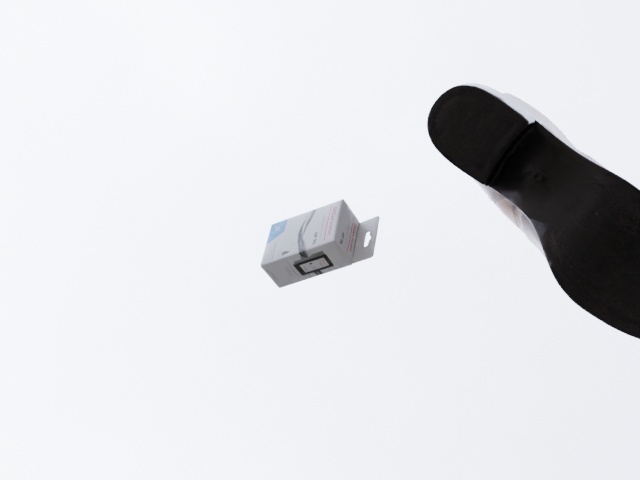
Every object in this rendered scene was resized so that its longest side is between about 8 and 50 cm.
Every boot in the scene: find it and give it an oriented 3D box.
[{"bbox_3d":[0.217,-0.033,0.898,0.264,0.280,0.096,37,-75,12],"label":"boot"}]

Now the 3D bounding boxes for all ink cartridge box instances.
[{"bbox_3d":[0.000,0.000,0.778,0.028,0.083,0.048,53,-148,-33],"label":"ink cartridge box"}]
